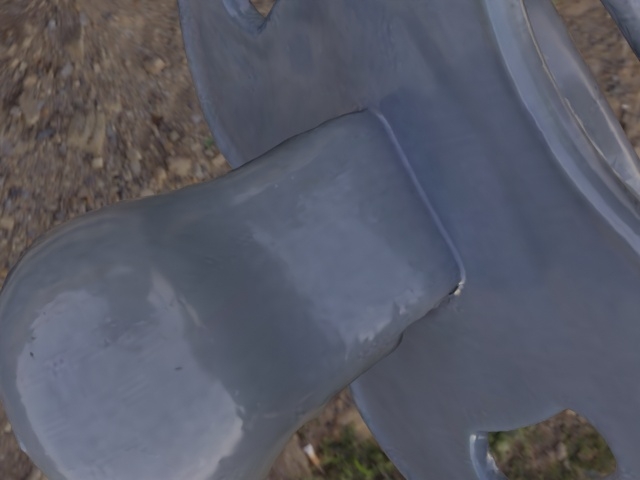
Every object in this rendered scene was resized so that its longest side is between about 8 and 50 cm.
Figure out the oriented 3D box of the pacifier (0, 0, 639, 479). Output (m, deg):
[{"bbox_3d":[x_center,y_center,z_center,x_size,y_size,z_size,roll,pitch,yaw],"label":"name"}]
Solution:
[{"bbox_3d":[0.000,0.000,0.370,0.207,0.227,0.279,-26,85,-24],"label":"pacifier"}]
